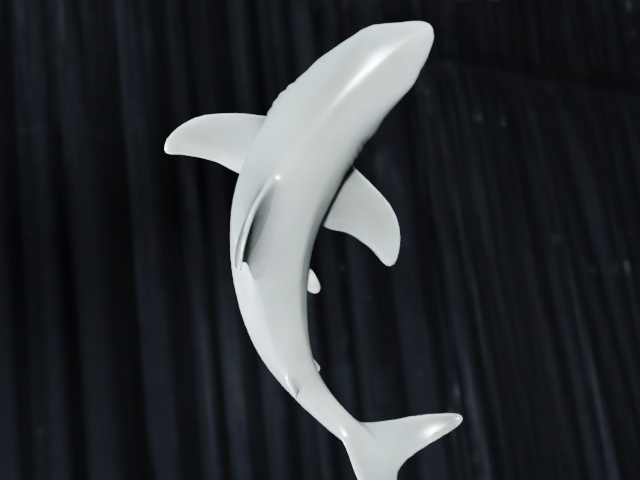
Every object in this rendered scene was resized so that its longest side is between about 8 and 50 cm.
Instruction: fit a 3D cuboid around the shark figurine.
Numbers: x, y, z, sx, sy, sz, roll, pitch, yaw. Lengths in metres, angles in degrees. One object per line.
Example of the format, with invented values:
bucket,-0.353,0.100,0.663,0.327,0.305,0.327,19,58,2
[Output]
shark figurine,-0.015,0.024,0.866,0.166,0.278,0.116,-2,-168,12
